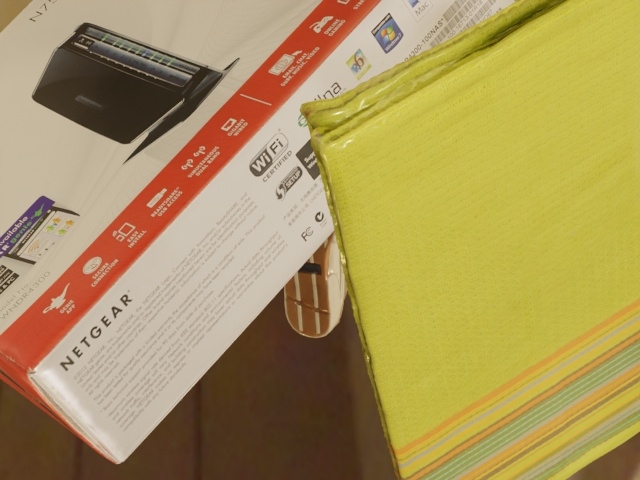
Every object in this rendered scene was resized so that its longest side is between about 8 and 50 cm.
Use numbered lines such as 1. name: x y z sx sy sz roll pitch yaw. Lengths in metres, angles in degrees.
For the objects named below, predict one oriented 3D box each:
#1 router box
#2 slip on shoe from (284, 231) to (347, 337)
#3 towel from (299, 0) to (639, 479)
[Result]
1. router box: -0.097 -0.066 1.096 0.335 0.301 0.082 -48 126 -14
2. slip on shoe: 0.000 0.000 1.296 0.051 0.041 0.135 9 120 23
3. towel: 0.055 0.014 0.551 0.102 0.021 0.237 -32 147 -11
